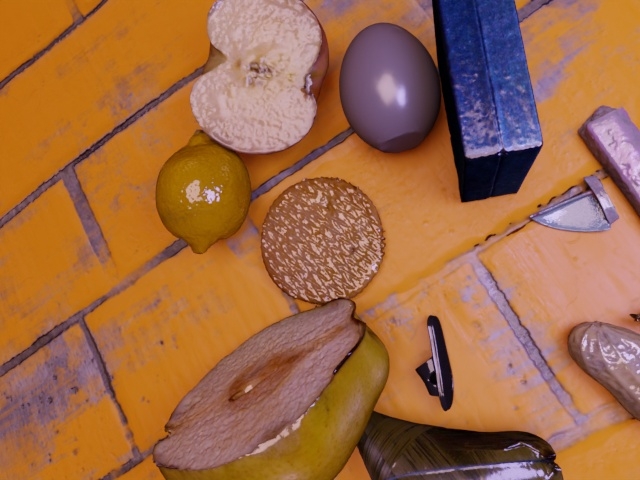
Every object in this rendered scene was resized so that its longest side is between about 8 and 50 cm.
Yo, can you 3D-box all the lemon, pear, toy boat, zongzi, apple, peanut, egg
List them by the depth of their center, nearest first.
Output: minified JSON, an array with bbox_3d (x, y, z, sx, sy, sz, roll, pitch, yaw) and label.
[{"bbox_3d":[0.476,0.205,0.723,0.098,0.090,0.214,-45,74,8],"label":"peanut"},{"bbox_3d":[-0.052,0.283,0.783,0.386,0.340,0.191,-30,107,4],"label":"pear"},{"bbox_3d":[0.190,0.328,0.786,0.286,0.138,0.300,-34,55,2],"label":"zongzi"},{"bbox_3d":[0.423,-0.045,0.808,0.122,0.034,0.096,-27,76,21],"label":"toy boat"},{"bbox_3d":[0.119,-0.274,0.850,0.176,0.176,0.232,-19,71,14],"label":"egg"},{"bbox_3d":[-0.224,-0.094,0.928,0.187,0.187,0.244,-6,76,16],"label":"lemon"},{"bbox_3d":[-0.101,-0.311,0.929,0.251,0.163,0.293,17,100,8],"label":"apple"}]

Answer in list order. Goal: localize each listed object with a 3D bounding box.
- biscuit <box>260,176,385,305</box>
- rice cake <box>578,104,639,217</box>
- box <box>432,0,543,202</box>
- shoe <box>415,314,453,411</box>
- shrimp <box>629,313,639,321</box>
[{"bbox_3d":[0.000,0.000,0.923,0.254,0.035,0.254,-2,83,15],"label":"biscuit"},{"bbox_3d":[0.533,-0.064,0.760,0.073,0.056,0.365,-27,76,10],"label":"rice cake"},{"bbox_3d":[0.254,-0.227,0.757,0.116,0.261,0.279,-8,80,13],"label":"box"},{"bbox_3d":[0.191,0.209,0.827,0.053,0.062,0.159,-11,80,28],"label":"shoe"},{"bbox_3d":[0.585,0.166,0.708,0.249,0.068,0.150,27,89,11],"label":"shrimp"}]
